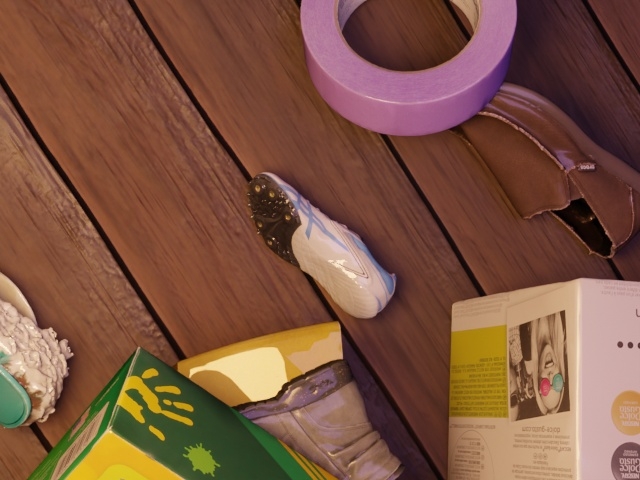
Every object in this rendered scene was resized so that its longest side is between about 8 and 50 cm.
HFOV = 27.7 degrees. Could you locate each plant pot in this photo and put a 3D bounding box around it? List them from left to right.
[{"bbox_3d":[-0.079,0.214,1.545,0.187,0.212,0.212,-3,83,-10],"label":"plant pot"}]

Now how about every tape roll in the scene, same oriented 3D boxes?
[{"bbox_3d":[0.113,-0.275,1.681,0.275,0.090,0.274,-1,66,3],"label":"tape roll"}]

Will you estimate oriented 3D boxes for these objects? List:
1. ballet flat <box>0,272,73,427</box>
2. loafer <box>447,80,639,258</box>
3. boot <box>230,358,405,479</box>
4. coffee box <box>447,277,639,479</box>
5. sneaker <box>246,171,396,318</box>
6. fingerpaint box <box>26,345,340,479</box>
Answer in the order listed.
[{"bbox_3d":[-0.445,0.045,1.478,0.409,0.147,0.147,47,69,-12],"label":"ballet flat"},{"bbox_3d":[0.304,-0.094,1.765,0.366,0.134,0.130,30,72,-14],"label":"loafer"},{"bbox_3d":[-0.043,0.246,1.410,0.247,0.083,0.161,-24,90,-1],"label":"boot"},{"bbox_3d":[0.380,0.237,1.635,0.338,0.338,0.334,5,81,-20],"label":"coffee box"},{"bbox_3d":[0.000,0.000,1.672,0.237,0.085,0.086,46,43,-6],"label":"sneaker"},{"bbox_3d":[-0.174,0.388,1.366,0.371,0.163,0.445,35,114,-12],"label":"fingerpaint box"}]
